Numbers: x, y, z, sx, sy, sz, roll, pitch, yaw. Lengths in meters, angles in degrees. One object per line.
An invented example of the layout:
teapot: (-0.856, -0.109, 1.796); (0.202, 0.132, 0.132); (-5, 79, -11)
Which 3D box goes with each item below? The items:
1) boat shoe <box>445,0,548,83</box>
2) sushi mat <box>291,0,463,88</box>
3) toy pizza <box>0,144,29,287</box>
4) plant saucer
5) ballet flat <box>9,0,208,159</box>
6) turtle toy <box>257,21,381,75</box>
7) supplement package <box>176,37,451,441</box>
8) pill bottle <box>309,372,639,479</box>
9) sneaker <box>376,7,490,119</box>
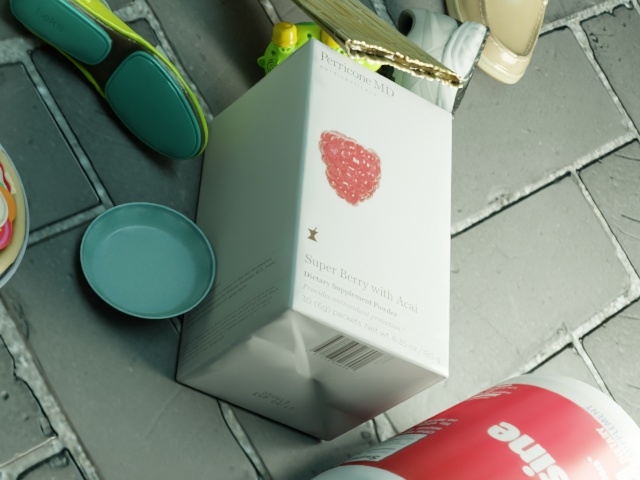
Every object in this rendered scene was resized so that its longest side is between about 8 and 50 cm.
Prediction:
boat shoe: (0.229, -0.341, 1.948); (0.122, 0.110, 0.341); (26, 50, -29)
sushi mat: (0.009, -0.235, 1.621); (0.151, 0.019, 0.316); (13, 21, -36)
toy pizza: (-0.322, -0.041, 1.321); (0.201, 0.032, 0.201); (22, 52, -32)
plant saucer: (-0.152, 0.022, 1.424); (0.119, 0.021, 0.119); (9, 55, -13)
ballet flat: (-0.185, -0.172, 1.501); (0.231, 0.077, 0.077); (42, 28, -13)
turtle toy: (0.001, -0.184, 1.649); (0.130, 0.095, 0.066); (-1, 30, -5)
supplement package: (0.000, 0.000, 1.485); (0.177, 0.175, 0.293); (25, 51, -29)
pill bottle: (0.102, 0.273, 1.376); (0.408, 0.229, 0.229); (-20, 80, -47)
sneaker: (0.093, -0.144, 1.732); (0.108, 0.100, 0.271); (23, 51, 0)
